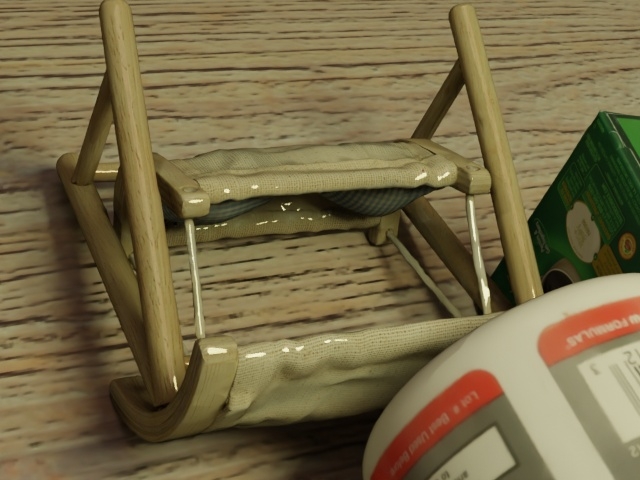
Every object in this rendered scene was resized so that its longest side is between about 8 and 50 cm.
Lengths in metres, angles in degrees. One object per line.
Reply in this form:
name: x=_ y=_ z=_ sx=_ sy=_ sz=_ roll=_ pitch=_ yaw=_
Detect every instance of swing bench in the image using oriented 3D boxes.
swing bench: x=0.000 y=0.000 z=0.709 sx=0.253 sy=0.165 sz=0.255 roll=-3 pitch=55 yaw=-26

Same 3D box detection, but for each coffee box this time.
coffee box: x=0.163 y=0.023 z=0.734 sx=0.040 sy=0.184 sz=0.113 roll=5 pitch=45 yaw=-22

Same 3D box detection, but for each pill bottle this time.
pill bottle: x=0.179 y=0.212 z=0.541 sx=0.210 sy=0.210 sz=0.363 roll=-7 pitch=52 yaw=-28
